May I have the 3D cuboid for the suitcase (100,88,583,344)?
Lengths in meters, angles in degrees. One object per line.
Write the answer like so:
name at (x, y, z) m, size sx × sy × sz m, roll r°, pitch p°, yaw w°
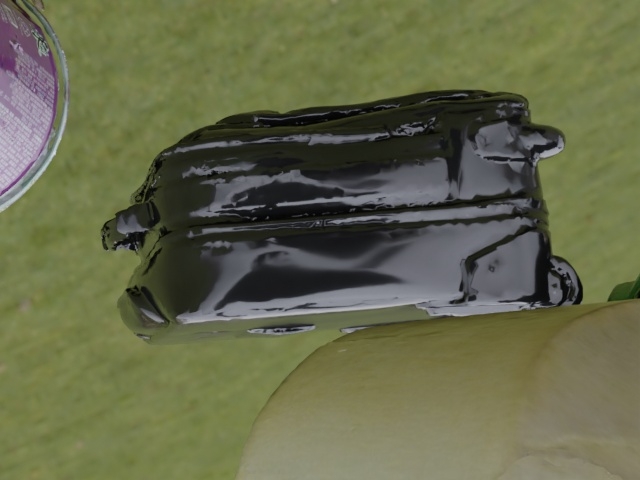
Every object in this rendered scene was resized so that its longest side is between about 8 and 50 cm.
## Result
suitcase at (0.000, 0.000, 1.335) m, size 0.339 × 0.188 × 0.345 m, roll -5°, pitch 176°, yaw -11°

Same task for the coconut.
coconut at (0.098, 0.171, 0.791) m, size 0.323 × 0.323 × 0.323 m, roll -23°, pitch 165°, yaw -7°

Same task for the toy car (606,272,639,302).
toy car at (0.309, 0.067, 1.237) m, size 0.213 × 0.176 × 0.358 m, roll -7°, pitch -179°, yaw 32°

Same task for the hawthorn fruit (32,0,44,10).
hawthorn fruit at (-0.277, -0.312, 1.466) m, size 0.189 × 0.251 × 0.189 m, roll -7°, pitch 165°, yaw -2°

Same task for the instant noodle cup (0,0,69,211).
instant noodle cup at (-0.480, -0.195, 1.879) m, size 0.340 × 0.340 × 0.266 m, roll -26°, pitch 162°, yaw 3°
